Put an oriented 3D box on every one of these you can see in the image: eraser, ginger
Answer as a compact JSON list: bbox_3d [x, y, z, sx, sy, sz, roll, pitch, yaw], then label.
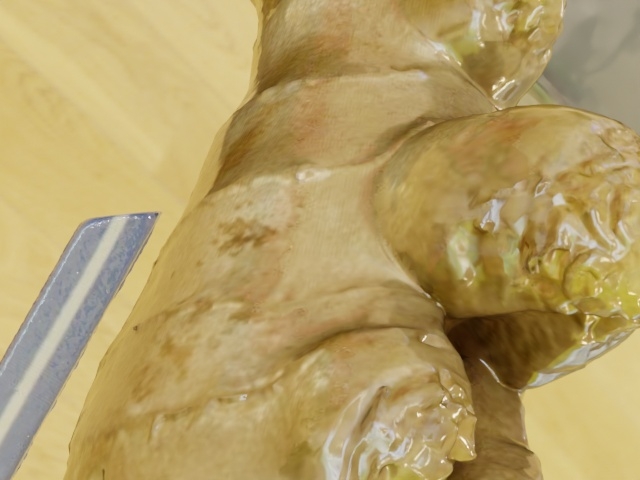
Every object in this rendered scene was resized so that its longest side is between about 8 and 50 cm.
[{"bbox_3d":[-0.157,0.074,1.043,0.225,0.036,0.082,-61,-176,-1],"label":"eraser"},{"bbox_3d":[0.010,-0.011,0.658,0.166,0.236,0.376,14,62,-19],"label":"ginger"}]

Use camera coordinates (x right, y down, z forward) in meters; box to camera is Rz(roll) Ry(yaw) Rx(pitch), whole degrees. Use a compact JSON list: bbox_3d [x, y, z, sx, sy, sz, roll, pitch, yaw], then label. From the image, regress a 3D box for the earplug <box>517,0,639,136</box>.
[{"bbox_3d":[0.235,-0.199,1.394,0.394,0.312,0.313,-47,135,-16],"label":"earplug"}]
